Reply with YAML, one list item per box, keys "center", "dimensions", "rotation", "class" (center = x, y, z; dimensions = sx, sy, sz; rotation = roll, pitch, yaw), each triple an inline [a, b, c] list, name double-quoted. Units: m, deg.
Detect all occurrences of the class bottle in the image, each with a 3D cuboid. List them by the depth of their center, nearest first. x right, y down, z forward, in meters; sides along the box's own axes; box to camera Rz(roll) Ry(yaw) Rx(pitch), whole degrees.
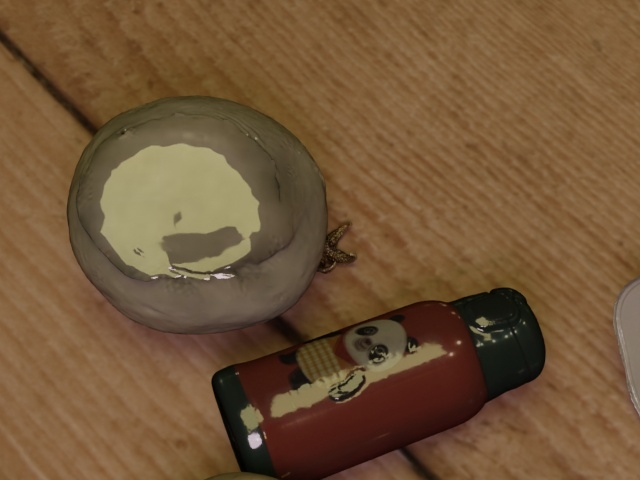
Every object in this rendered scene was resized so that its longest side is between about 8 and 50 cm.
- center: [0.066, 0.145, 1.754]
  dimensions: [0.336, 0.144, 0.144]
  rotation: [-20, 59, -9]
  class: "bottle"

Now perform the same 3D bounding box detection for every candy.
- center: [-0.133, -0.025, 1.850]
  dimensions: [0.295, 0.185, 0.296]
  rotation: [1, 65, -2]
  class: "candy"

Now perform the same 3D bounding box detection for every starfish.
- center: [0.000, 0.000, 1.910]
  dimensions: [0.078, 0.028, 0.091]
  rotation: [-9, 56, -6]
  class: "starfish"

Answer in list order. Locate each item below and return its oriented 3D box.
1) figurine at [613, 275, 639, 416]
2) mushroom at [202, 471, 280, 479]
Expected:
- center: [0.422, 0.133, 1.760]
  dimensions: [0.141, 0.166, 0.250]
  rotation: [-17, 80, -46]
  class: "figurine"
- center: [-0.102, 0.330, 1.598]
  dimensions: [0.246, 0.202, 0.246]
  rotation: [-20, 57, 33]
  class: "mushroom"
